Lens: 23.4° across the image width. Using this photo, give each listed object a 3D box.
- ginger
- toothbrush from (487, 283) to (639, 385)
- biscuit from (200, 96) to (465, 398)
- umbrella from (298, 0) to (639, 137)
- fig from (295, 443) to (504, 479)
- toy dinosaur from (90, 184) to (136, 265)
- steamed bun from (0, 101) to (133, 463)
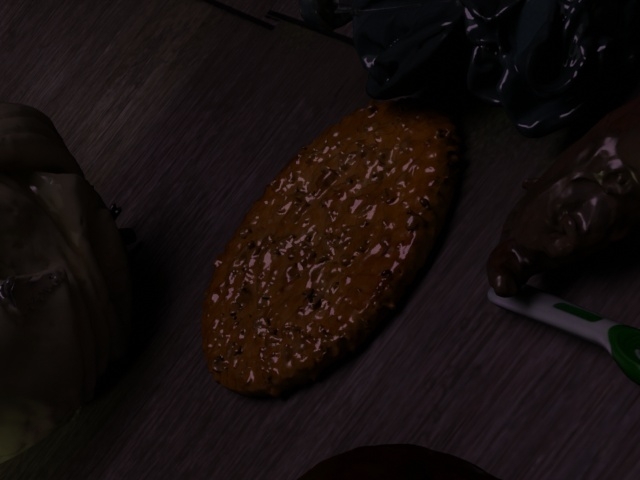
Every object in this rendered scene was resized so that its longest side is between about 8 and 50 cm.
[{"bbox_3d":[0.203,-0.046,0.818,0.290,0.084,0.122,-30,12,44],"label":"ginger"},{"bbox_3d":[0.164,0.061,0.788,0.030,0.030,0.304,-54,25,-5],"label":"toothbrush"},{"bbox_3d":[0.000,0.000,1.108,0.254,0.035,0.254,-38,30,27],"label":"biscuit"},{"bbox_3d":[0.096,-0.155,1.083,0.143,0.094,0.349,-37,26,-22],"label":"umbrella"},{"bbox_3d":[0.016,0.226,0.703,0.170,0.145,0.274,28,97,40],"label":"fig"},{"bbox_3d":[-0.260,0.031,1.423,0.187,0.087,0.179,-7,49,56],"label":"toy dinosaur"},{"bbox_3d":[-0.270,0.035,1.285,0.275,0.206,0.320,20,106,62],"label":"steamed bun"}]
